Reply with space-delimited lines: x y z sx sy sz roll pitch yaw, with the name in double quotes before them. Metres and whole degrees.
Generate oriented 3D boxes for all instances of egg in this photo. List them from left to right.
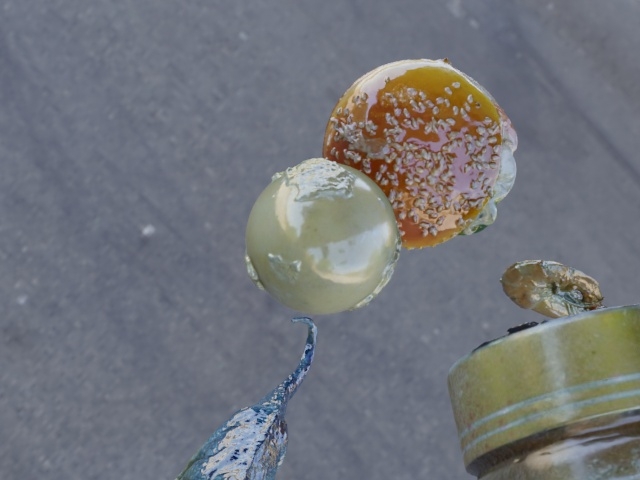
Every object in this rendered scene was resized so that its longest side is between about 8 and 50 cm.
"egg" 0.003 -0.001 1.514 0.164 0.164 0.201 46 10 0

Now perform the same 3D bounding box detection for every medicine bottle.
"medicine bottle" 0.166 0.207 0.747 0.151 0.151 0.322 10 62 -42

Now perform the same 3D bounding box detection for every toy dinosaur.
"toy dinosaur" -0.071 0.201 1.327 0.076 0.147 0.363 38 27 -4

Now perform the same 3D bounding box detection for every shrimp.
"shrimp" 0.285 0.061 1.692 0.180 0.099 0.041 27 50 -32

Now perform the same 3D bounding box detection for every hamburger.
"hamburger" 0.112 -0.101 1.711 0.237 0.237 0.147 34 2 -17
